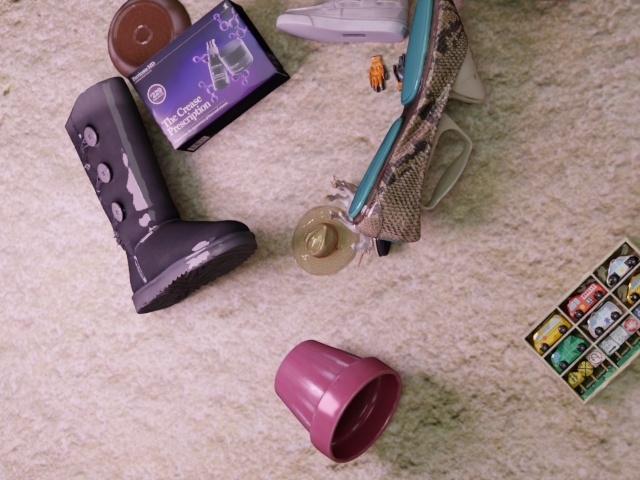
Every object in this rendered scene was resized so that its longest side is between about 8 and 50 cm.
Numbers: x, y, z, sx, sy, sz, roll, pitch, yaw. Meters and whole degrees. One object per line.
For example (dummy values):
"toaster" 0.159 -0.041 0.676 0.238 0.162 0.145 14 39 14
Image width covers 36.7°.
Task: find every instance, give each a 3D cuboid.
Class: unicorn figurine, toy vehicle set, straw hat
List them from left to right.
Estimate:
"straw hat" 0.000 0.000 1.875 0.144 0.061 0.144 -1 87 18
"unicorn figurine" 0.060 -0.044 1.841 0.060 0.111 0.162 -16 61 45
"toy vehicle set" 0.508 0.144 1.725 0.267 0.035 0.166 -46 76 10

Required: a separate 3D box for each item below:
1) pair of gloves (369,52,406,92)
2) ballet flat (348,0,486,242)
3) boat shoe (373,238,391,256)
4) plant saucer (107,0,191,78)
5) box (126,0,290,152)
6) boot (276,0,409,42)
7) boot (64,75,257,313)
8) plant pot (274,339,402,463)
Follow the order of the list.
"pair of gloves" 0.135 -0.325 1.877 0.083 0.010 0.074 -1 87 16
"ballet flat" 0.202 -0.223 1.781 0.182 0.164 0.483 18 88 -9
"boat shoe" 0.129 -0.034 1.843 0.042 0.049 0.133 6 84 25
"plant saucer" -0.366 -0.429 2.023 0.198 0.036 0.199 -1 87 18
"box" -0.224 -0.326 1.931 0.261 0.103 0.184 -36 83 12
"boot" 0.047 -0.457 1.879 0.258 0.095 0.123 5 83 9
"boot" -0.325 -0.120 1.884 0.367 0.146 0.445 -29 76 41
"plant pot" 0.020 0.283 1.796 0.180 0.201 0.201 30 96 32
